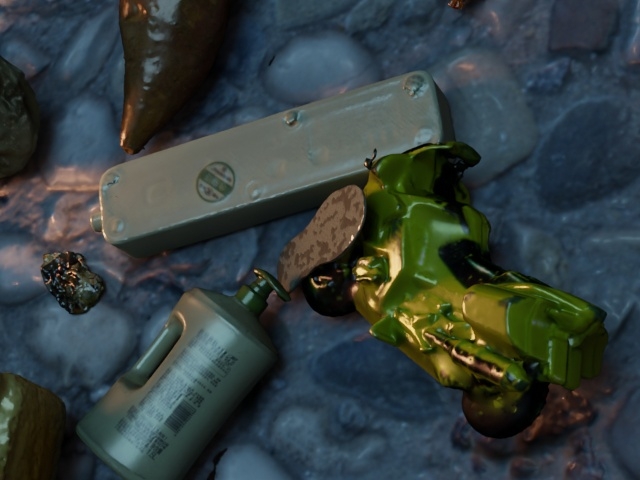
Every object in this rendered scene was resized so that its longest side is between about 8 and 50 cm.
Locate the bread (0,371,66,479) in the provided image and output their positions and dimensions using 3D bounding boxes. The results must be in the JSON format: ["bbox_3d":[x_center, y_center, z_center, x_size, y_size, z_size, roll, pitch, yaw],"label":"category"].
[{"bbox_3d":[-0.330,0.235,1.638,0.262,0.162,0.204,-26,53,63],"label":"bread"}]

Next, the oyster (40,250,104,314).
[{"bbox_3d":[-0.261,0.039,1.761,0.054,0.019,0.083,-47,59,2],"label":"oyster"}]

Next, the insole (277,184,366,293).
[{"bbox_3d":[0.000,0.000,1.589,0.193,0.006,0.065,137,135,-56],"label":"insole"}]

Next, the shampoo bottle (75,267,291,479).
[{"bbox_3d":[-0.119,0.124,1.626,0.118,0.087,0.234,38,88,30],"label":"shampoo bottle"}]

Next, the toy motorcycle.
[{"bbox_3d":[0.118,0.029,1.521,0.342,0.142,0.206,36,110,47],"label":"toy motorcycle"}]

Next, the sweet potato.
[{"bbox_3d":[-0.150,-0.251,1.768,0.131,0.131,0.337,18,77,29],"label":"sweet potato"}]

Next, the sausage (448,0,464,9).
[{"bbox_3d":[0.180,-0.387,1.709,0.053,0.053,0.348,9,74,27],"label":"sausage"}]

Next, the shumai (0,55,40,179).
[{"bbox_3d":[-0.418,-0.185,1.826,0.260,0.225,0.222,7,54,10],"label":"shumai"}]

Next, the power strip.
[{"bbox_3d":[-0.056,-0.068,1.687,0.385,0.062,0.091,-16,65,17],"label":"power strip"}]
